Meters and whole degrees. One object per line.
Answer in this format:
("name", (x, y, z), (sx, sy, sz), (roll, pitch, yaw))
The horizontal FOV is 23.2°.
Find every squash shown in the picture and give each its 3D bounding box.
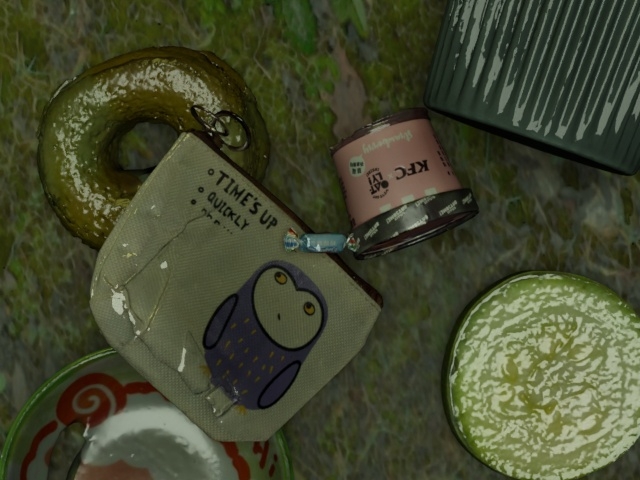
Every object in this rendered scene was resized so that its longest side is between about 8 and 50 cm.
("squash", (0.266, 0.161, 1.805), (0.252, 0.049, 0.252), (0, 91, -2))

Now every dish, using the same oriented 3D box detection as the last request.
("dish", (-0.196, 0.285, 1.748), (0.324, 0.124, 0.324), (2, 71, -6))

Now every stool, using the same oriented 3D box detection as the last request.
("stool", (0.280, -0.261, 1.692), (0.297, 0.297, 0.330), (18, 93, -1))

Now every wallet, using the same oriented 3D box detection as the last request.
("wallet", (-0.095, 0.053, 1.689), (0.335, 0.068, 0.275), (45, 72, -19))

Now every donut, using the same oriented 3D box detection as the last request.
("donut", (-0.196, -0.101, 1.766), (0.272, 0.107, 0.272), (0, 90, 1))

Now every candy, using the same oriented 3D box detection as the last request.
("candy", (0.000, 0.000, 1.699), (0.083, 0.020, 0.030), (-2, 86, -18))

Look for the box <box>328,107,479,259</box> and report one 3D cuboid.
("box", (0.087, -0.066, 1.756), (0.151, 0.151, 0.135), (-19, 81, -1))
